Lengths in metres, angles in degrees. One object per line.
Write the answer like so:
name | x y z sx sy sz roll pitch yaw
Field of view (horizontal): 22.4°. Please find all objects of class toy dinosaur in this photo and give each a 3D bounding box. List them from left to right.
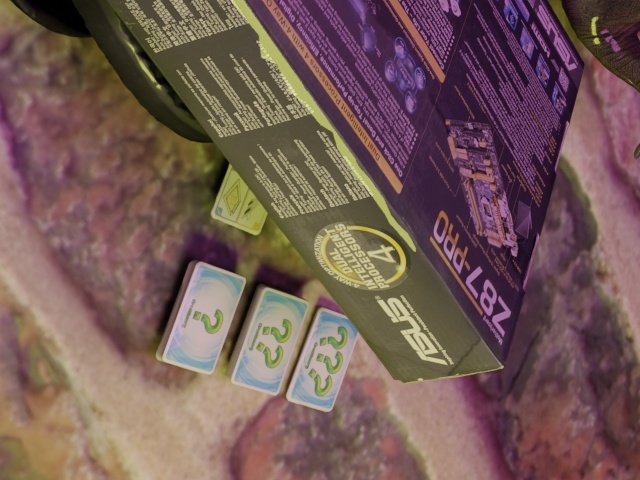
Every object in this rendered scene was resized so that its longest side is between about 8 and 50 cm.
toy dinosaur | 0.248 -0.229 1.302 0.160 0.121 0.313 8 101 -25

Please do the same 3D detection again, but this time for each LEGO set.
LEGO set | 0.000 0.000 1.192 0.182 0.060 0.244 23 86 -41

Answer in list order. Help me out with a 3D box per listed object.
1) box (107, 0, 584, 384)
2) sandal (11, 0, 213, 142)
box | 0.035 -0.148 1.073 0.395 0.097 0.318 53 39 -34
sandal | -0.179 -0.240 0.967 0.445 0.107 0.167 53 42 -28
